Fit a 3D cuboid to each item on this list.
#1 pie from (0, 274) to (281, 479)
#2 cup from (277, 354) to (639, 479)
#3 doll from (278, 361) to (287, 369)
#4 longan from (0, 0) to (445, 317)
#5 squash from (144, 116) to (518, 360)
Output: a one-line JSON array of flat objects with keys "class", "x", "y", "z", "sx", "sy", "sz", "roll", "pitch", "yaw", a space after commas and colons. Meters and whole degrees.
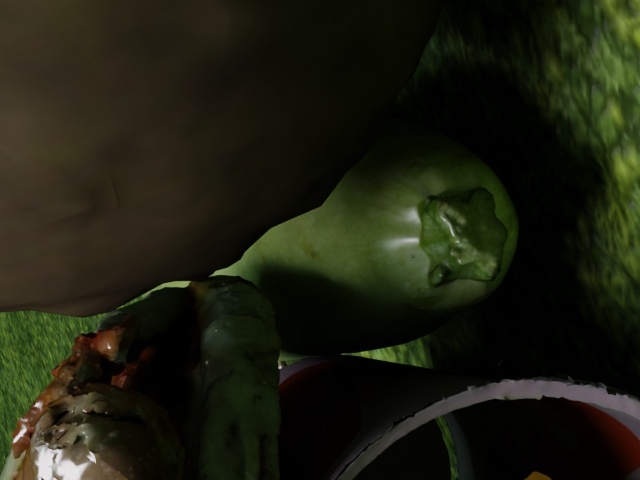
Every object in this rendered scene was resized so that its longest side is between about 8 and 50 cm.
[{"class": "pie", "x": -0.079, "y": 0.142, "z": 0.784, "sx": 0.257, "sy": 0.105, "sz": 0.274, "roll": -53, "pitch": -18, "yaw": -75}, {"class": "cup", "x": 0.042, "y": 0.132, "z": 0.833, "sx": 0.288, "sy": 0.203, "sz": 0.203, "roll": -164, "pitch": 56, "yaw": -75}, {"class": "doll", "x": -0.021, "y": 0.158, "z": 1.160, "sx": 0.286, "sy": 0.091, "sz": 0.203, "roll": 54, "pitch": 126, "yaw": 16}, {"class": "longan", "x": -0.128, "y": -0.160, "z": 0.711, "sx": 0.391, "sy": 0.391, "sz": 0.391, "roll": 54, "pitch": 156, "yaw": 39}, {"class": "squash", "x": 0.005, "y": -0.005, "z": 0.883, "sx": 0.370, "sy": 0.118, "sz": 0.118, "roll": -12, "pitch": 98, "yaw": 68}]
